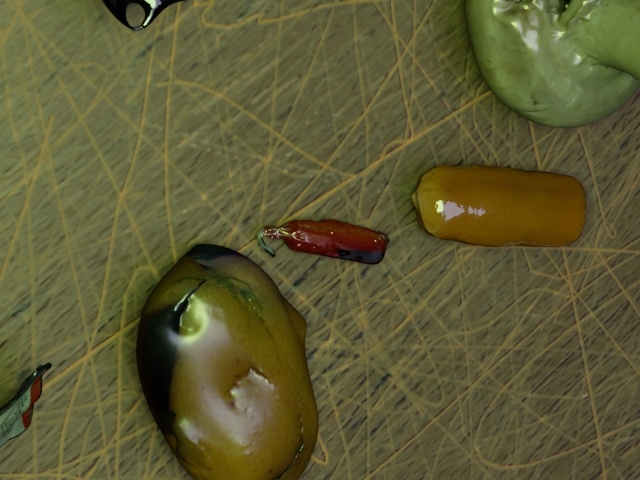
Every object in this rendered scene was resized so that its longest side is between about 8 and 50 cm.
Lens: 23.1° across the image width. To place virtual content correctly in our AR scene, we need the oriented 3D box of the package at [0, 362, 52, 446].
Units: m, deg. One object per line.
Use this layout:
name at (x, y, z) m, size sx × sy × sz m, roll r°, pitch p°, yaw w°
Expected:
package at (-0.363, 0.224, 1.582) m, size 0.040 × 0.166 × 0.232 m, roll 38°, pitch 53°, yaw 4°

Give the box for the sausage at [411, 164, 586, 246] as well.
sausage at (0.214, -0.039, 1.878) m, size 0.238 × 0.098 × 0.098 m, roll 3°, pitch 97°, yaw -28°

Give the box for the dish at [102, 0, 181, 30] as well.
dish at (-0.187, -0.379, 1.616) m, size 0.303 × 0.120 × 0.303 m, roll -4°, pitch 100°, yaw -25°

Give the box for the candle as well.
candle at (0.000, 0.000, 1.814) m, size 0.162 × 0.048 × 0.053 m, roll 8°, pitch 60°, yaw -26°

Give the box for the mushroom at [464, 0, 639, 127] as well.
mushroom at (0.318, -0.269, 1.779) m, size 0.292 × 0.290 × 0.293 m, roll -7°, pitch 105°, yaw -27°

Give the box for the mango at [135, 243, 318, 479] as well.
mango at (-0.101, 0.149, 1.723) m, size 0.201 × 0.152 × 0.287 m, roll -15°, pitch 104°, yaw -18°
